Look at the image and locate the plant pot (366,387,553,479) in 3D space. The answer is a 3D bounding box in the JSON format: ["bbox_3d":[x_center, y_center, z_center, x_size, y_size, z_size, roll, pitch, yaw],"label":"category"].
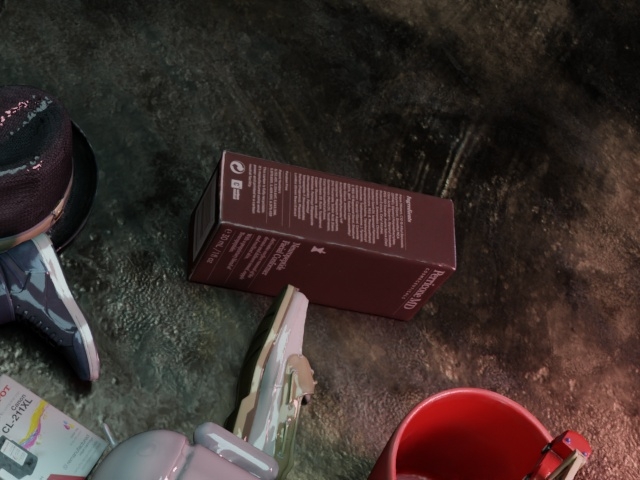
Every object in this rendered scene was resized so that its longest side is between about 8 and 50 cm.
[{"bbox_3d":[0.174,0.374,1.738,0.274,0.243,0.275,11,58,-18],"label":"plant pot"}]

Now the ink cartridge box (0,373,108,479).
[{"bbox_3d":[-0.394,0.283,1.653,0.175,0.072,0.127,34,54,-2],"label":"ink cartridge box"}]

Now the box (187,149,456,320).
[{"bbox_3d":[0.000,0.000,1.927,0.381,0.191,0.143,10,57,-17],"label":"box"}]

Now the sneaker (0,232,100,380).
[{"bbox_3d":[-0.417,0.119,1.740,0.163,0.086,0.226,-23,79,-25],"label":"sneaker"}]

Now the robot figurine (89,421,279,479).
[{"bbox_3d":[-0.162,0.380,1.614,0.353,0.200,0.300,31,48,-4],"label":"robot figurine"}]

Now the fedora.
[{"bbox_3d":[-0.473,-0.122,1.817,0.334,0.152,0.334,11,56,-17],"label":"fedora"}]

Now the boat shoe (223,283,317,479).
[{"bbox_3d":[-0.063,0.214,1.824,0.103,0.113,0.302,23,65,-11],"label":"boat shoe"}]

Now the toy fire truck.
[{"bbox_3d":[0.304,0.307,1.598,0.047,0.135,0.192,42,53,5],"label":"toy fire truck"}]
